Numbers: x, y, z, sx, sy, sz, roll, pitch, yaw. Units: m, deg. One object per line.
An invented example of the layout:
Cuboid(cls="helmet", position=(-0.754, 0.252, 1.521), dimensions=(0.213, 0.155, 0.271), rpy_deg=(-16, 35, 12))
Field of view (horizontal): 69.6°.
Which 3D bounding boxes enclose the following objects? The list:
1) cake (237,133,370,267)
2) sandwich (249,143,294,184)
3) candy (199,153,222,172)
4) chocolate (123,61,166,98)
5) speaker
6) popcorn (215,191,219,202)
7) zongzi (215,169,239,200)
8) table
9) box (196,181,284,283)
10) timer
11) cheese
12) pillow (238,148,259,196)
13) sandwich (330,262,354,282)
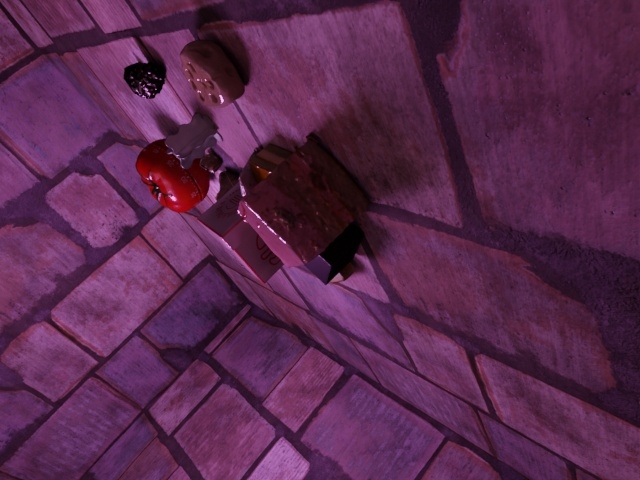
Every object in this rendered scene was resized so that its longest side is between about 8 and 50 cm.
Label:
Cuboid(cls="cake", position=(-0.062, -0.103, 1.484), dimensions=(0.314, 0.307, 0.293), rpy_deg=(45, 162, -5))
Cuboid(cls="sandwich", position=(-0.157, -0.238, 1.664), dimensions=(0.144, 0.117, 0.187), rpy_deg=(34, 157, 32))
Cuboid(cls="candy", position=(-0.514, -0.358, 2.149), dimensions=(0.095, 0.085, 0.110), rpy_deg=(40, 171, -11))
Cuboid(cls="chocolate", position=(-0.671, -0.653, 1.814), dimensions=(0.133, 0.156, 0.156), rpy_deg=(-16, 121, 45))
Cuboid(cls="speaker", position=(0.000, 0.000, 1.758), dimensions=(0.254, 0.184, 0.232), rpy_deg=(42, 160, 13))
Cuboid(cls="popcorn", position=(-0.514, -0.217, 2.438), dimensions=(0.109, 0.089, 0.097), rpy_deg=(85, 171, -49))
Cuboid(cls="zongzi", position=(-0.460, -0.254, 2.119), dimensions=(0.189, 0.178, 0.081), rpy_deg=(30, 139, 33))
Cuboid(cls="table", position=(-0.533, -0.409, 1.906), dimensions=(0.166, 0.198, 0.166), rpy_deg=(36, 159, 16))
Cuboid(cls="box", position=(-0.275, -0.056, 1.946), dimensions=(0.314, 0.312, 0.300), rpy_deg=(27, 158, 53))
Cuboid(cls="timer", position=(-0.741, -0.335, 2.338), dimensions=(0.378, 0.279, 0.378), rpy_deg=(38, 158, 19))
Cuboid(cls="cheese", position=(-0.343, -0.522, 1.445), dimensions=(0.235, 0.117, 0.218), rpy_deg=(32, 156, 30))
Cuboid(cls="pillow", position=(-0.257, -0.238, 1.728), dimensions=(0.051, 0.229, 0.128), rpy_deg=(-4, 128, 13))
Cuboid(cls="sandwich", position=(0.028, 0.085, 2.010), dimensions=(0.226, 0.087, 0.251), rpy_deg=(47, 162, -4))
